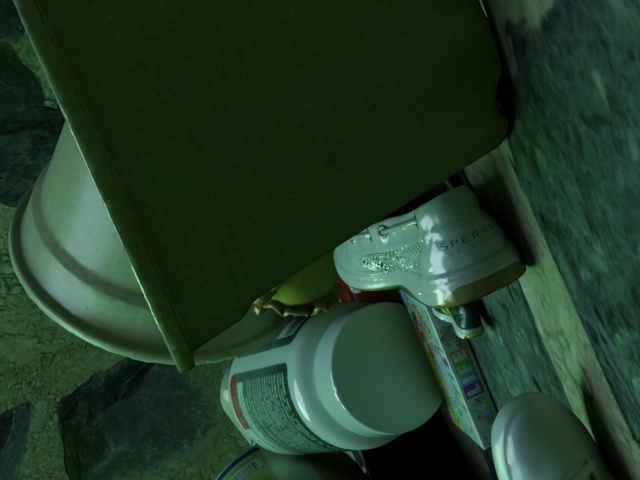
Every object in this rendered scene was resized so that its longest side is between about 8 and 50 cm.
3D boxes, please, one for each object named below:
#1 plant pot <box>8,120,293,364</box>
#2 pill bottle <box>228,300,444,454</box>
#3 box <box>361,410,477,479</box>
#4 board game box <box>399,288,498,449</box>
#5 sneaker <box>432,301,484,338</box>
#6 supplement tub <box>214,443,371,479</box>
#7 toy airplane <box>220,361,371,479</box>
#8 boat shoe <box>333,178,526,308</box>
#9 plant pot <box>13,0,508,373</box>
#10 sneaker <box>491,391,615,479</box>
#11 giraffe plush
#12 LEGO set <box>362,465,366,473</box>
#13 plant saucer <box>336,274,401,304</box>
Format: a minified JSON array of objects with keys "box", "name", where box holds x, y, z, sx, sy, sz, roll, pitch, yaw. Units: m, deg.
[{"box":[-0.140,-0.094,1.414,0.333,0.334,0.305,61,144,38],"name":"plant pot"},{"box":[0.017,0.154,1.492,0.161,0.161,0.283,66,155,-1],"name":"pill bottle"},{"box":[0.141,0.329,1.642,0.261,0.103,0.184,61,174,34],"name":"box"},{"box":[0.128,0.119,1.320,0.103,0.026,0.154,-150,37,-78],"name":"board game box"},{"box":[0.121,0.055,1.177,0.083,0.031,0.035,-136,36,-61],"name":"sneaker"},{"box":[-0.010,0.374,1.569,0.316,0.228,0.228,-146,33,-75],"name":"supplement tub"},{"box":[0.000,0.293,1.875,0.386,0.272,0.384,-30,-69,-64],"name":"toy airplane"},{"box":[0.070,-0.016,1.049,0.096,0.098,0.277,68,164,-10],"name":"boat shoe"},{"box":[-0.030,-0.093,0.863,0.276,0.254,0.276,156,90,-82],"name":"plant pot"},{"box":[0.198,0.199,0.942,0.212,0.080,0.094,60,163,-12],"name":"sneaker"},{"box":[0.000,0.000,1.289,0.181,0.171,0.210,75,169,-52],"name":"giraffe plush"},{"box":[0.111,0.443,2.210,0.287,0.107,0.132,148,98,-83],"name":"LEGO set"},{"box":[0.035,0.037,1.671,0.258,0.048,0.259,120,125,-82],"name":"plant saucer"}]
